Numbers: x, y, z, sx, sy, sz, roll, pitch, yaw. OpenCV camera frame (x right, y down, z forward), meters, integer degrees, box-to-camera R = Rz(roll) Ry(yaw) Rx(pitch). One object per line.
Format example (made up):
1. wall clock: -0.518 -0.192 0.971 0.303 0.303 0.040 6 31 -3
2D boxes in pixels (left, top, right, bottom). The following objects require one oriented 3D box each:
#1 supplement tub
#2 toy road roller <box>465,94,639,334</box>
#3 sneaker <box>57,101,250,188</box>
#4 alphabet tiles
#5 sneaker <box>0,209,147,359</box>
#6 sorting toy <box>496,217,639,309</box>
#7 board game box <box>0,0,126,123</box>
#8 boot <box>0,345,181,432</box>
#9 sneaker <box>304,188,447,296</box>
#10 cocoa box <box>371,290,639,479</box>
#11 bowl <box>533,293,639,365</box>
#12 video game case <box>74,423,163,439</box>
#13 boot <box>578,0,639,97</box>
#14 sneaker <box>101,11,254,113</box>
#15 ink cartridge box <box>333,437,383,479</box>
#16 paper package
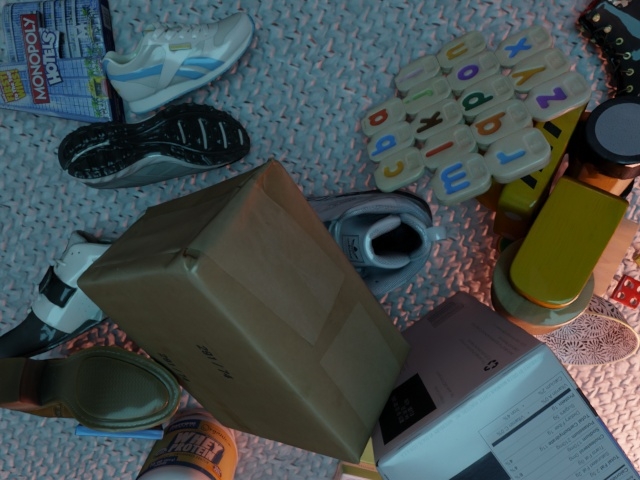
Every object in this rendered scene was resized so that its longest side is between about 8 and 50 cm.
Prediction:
1. supplement tub: -0.210 0.373 0.757 0.144 0.200 0.145 0 100 -2
2. toy road roller: 0.289 -0.056 0.673 0.240 0.202 0.330 27 84 23
3. sneaker: -0.244 -0.138 0.731 0.271 0.108 0.101 -11 81 -15
4. alphabet tiles: 0.192 -0.176 0.648 0.277 0.284 0.021 -24 140 19
5. sneaker: -0.374 0.066 0.748 0.330 0.122 0.146 -30 99 -6
6. sorting toy: 0.435 0.010 0.789 0.274 0.046 0.133 22 98 -4
7. board game box: -0.412 -0.262 0.717 0.193 0.060 0.195 -5 100 -1
8. boot: -0.320 0.232 0.718 0.283 0.220 0.109 -3 68 3
9. sneaker: 0.000 0.000 0.694 0.365 0.210 0.138 -9 99 0
10. cocoa box: 0.214 0.250 0.662 0.231 0.347 0.228 -37 91 3
11. bowl: 0.415 0.130 0.778 0.170 0.170 0.080 22 55 -5
12. video game case: -0.313 0.294 0.753 0.119 0.166 0.015 11 72 -17
13. boot: 0.453 -0.269 0.726 0.178 0.085 0.236 37 90 -5
14. sneaker: -0.203 -0.275 0.693 0.228 0.087 0.092 -28 131 3
15. ink cartridge box: 0.117 0.419 0.848 0.170 0.056 0.235 15 100 -4
16. paper package: -0.097 0.097 0.608 0.325 0.309 0.168 53 51 -25
